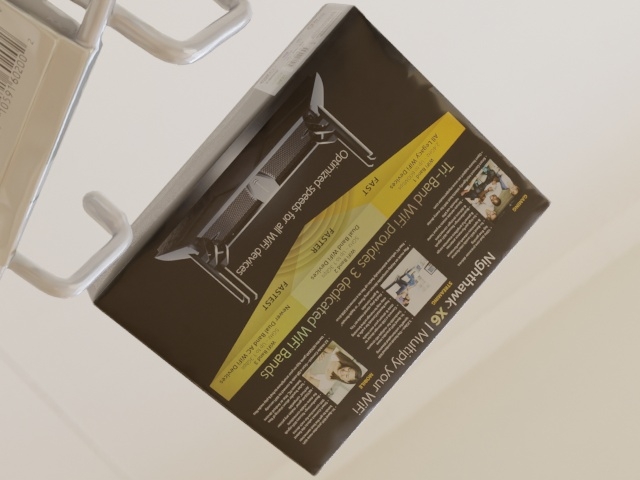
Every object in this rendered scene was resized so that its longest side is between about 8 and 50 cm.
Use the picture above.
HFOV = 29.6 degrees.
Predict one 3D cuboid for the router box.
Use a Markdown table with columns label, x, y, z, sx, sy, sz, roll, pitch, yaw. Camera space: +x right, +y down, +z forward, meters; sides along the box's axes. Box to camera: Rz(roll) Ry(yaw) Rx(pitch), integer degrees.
| label | x | y | z | sx | sy | sz | roll | pitch | yaw |
| --- | --- | --- | --- | --- | --- | --- | --- | --- | --- |
| router box | 0.000 | 0.000 | 0.993 | 0.243 | 0.081 | 0.309 | 42 | -92 | -20 |

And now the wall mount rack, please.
| label | x | y | z | sx | sy | sz | roll | pitch | yaw |
| --- | --- | --- | --- | --- | --- | --- | --- | --- | --- |
| wall mount rack | -0.216 | -0.131 | 0.708 | 0.304 | 0.130 | 0.350 | 36 | -50 | 1 |
